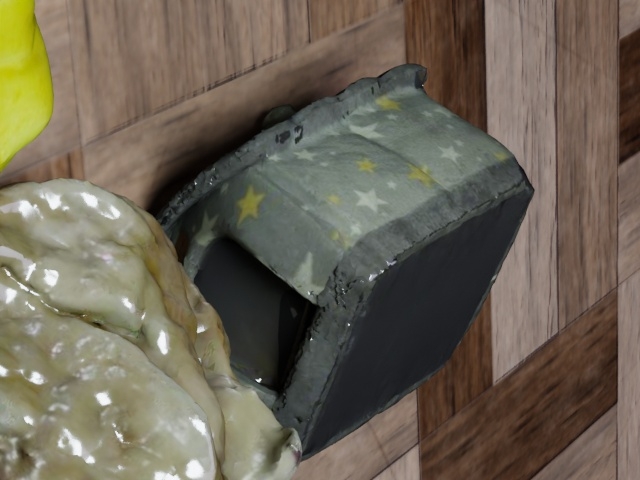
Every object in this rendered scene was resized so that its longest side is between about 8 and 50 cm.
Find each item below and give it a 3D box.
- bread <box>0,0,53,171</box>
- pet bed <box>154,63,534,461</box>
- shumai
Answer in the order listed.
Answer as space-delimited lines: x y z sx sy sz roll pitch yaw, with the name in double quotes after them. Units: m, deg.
-0.207 -0.185 0.744 0.112 0.166 0.384 -59 148 -62 "bread"
0.000 0.000 1.152 0.211 0.159 0.183 -28 149 -49 "pet bed"
-0.094 0.076 0.980 0.184 0.185 0.218 -49 137 -38 "shumai"
